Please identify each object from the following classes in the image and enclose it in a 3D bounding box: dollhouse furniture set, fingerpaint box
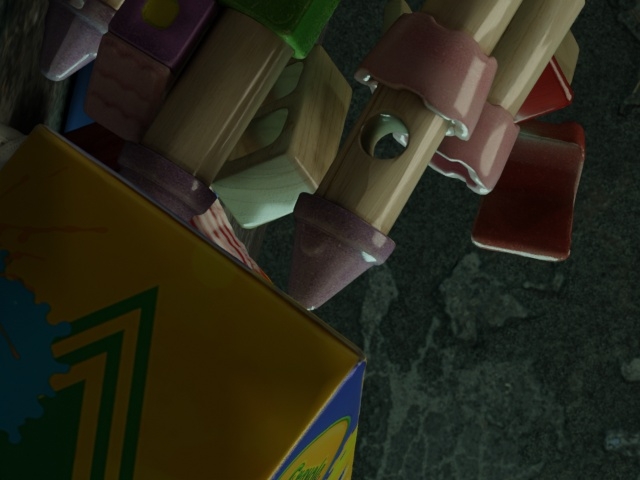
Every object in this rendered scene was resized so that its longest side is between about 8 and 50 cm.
[{"bbox_3d":[0.000,0.000,1.233,0.201,0.374,0.152,57,29,-29],"label":"dollhouse furniture set"},{"bbox_3d":[-0.148,0.193,0.892,0.371,0.163,0.445,-53,172,-12],"label":"fingerpaint box"}]

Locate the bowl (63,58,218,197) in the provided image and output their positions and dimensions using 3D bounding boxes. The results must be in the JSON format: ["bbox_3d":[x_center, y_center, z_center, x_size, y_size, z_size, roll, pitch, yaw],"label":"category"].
[{"bbox_3d":[-0.113,-0.122,1.516,0.391,0.077,0.391,16,90,-86],"label":"bowl"}]

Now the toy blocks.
[{"bbox_3d":[-0.052,-0.112,0.988,0.260,0.289,0.309,-57,167,-5],"label":"toy blocks"}]

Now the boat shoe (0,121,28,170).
[{"bbox_3d":[-0.191,0.039,0.928,0.098,0.096,0.277,102,6,-50],"label":"boat shoe"}]
